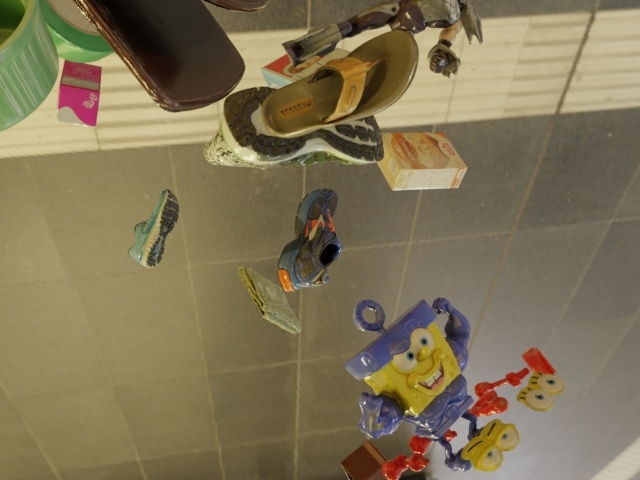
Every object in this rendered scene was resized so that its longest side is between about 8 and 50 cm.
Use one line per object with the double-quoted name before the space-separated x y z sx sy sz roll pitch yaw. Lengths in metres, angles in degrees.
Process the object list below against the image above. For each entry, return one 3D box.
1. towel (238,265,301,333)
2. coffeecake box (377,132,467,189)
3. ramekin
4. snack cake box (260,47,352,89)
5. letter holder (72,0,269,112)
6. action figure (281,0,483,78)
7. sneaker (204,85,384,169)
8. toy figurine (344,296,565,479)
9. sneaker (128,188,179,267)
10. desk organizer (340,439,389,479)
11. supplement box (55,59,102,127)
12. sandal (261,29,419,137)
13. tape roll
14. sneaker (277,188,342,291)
"towel" -0.086 0.105 1.175 0.027 0.110 0.148 -36 147 6
"coffeecake box" 0.240 -0.195 1.631 0.185 0.142 0.068 -4 137 -22
"ramekin" -0.580 -0.305 1.082 0.303 0.304 0.148 -11 148 -2
"snack cake box" -0.010 -0.374 1.545 0.152 0.264 0.089 -35 125 -12
"letter holder" -0.092 -0.244 0.552 0.152 0.302 0.214 -31 105 15
"action figure" 0.098 -0.277 0.861 0.285 0.099 0.185 -30 99 4
"sneaker" -0.049 -0.198 1.280 0.410 0.158 0.182 -3 168 -42
"toy figurine" 0.079 0.179 0.770 0.362 0.217 0.191 -35 180 -28
"sneaker" -0.340 -0.031 1.337 0.073 0.162 0.063 16 167 19
"desk organizer" 0.072 0.327 0.906 0.050 0.047 0.130 -35 136 -14
"supplement box" -0.696 -0.426 1.933 0.113 0.220 0.111 8 121 -20
"sandal" 0.015 -0.154 0.674 0.180 0.072 0.049 -20 172 18
"tape roll" -0.574 -0.577 1.543 0.077 0.321 0.321 -12 145 34
"sneaker" 0.000 0.000 1.135 0.087 0.221 0.083 3 141 18
